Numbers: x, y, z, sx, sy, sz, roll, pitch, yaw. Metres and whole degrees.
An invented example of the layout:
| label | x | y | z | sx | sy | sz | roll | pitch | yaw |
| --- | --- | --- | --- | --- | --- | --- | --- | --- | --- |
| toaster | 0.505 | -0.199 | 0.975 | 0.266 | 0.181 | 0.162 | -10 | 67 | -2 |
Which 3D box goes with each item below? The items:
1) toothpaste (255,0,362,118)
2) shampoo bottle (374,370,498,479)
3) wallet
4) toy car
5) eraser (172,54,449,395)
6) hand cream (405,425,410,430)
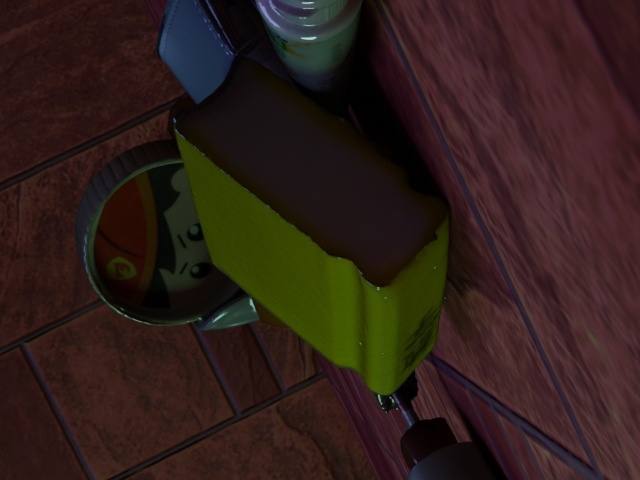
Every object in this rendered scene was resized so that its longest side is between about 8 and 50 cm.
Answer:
| label | x | y | z | sx | sy | sz | roll | pitch | yaw |
| --- | --- | --- | --- | --- | --- | --- | --- | --- | --- |
| toothpaste | -0.005 | -0.108 | 0.782 | 0.314 | 0.056 | 0.058 | 73 | -145 | -87 |
| shampoo bottle | 0.111 | 0.212 | 1.096 | 0.284 | 0.071 | 0.153 | 59 | 172 | 29 |
| wallet | -0.028 | -0.087 | 1.032 | 0.231 | 0.069 | 0.170 | 52 | 164 | 7 |
| toy car | -0.090 | -0.011 | 1.213 | 0.235 | 0.235 | 0.145 | 66 | 175 | -30 |
| eraser | 0.000 | 0.000 | 0.874 | 0.158 | 0.069 | 0.226 | 37 | 165 | 14 |
| hand cream | 0.126 | 0.282 | 1.523 | 0.067 | 0.042 | 0.194 | 78 | 169 | -77 |
